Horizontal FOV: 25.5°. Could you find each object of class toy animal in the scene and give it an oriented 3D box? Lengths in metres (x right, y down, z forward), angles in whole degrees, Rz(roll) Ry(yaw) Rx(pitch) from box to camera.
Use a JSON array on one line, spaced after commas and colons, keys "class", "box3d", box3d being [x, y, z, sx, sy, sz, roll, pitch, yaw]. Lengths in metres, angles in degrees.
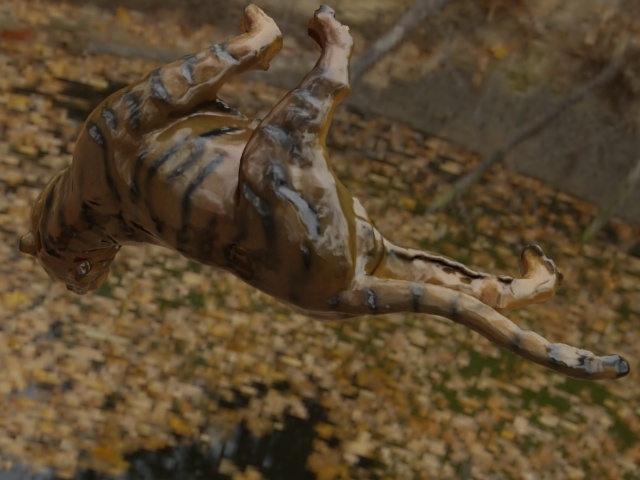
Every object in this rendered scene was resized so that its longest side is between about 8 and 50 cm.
[{"class": "toy animal", "box3d": [-0.003, -0.006, 0.539, 0.255, 0.114, 0.116, 24, 59, 32]}]
